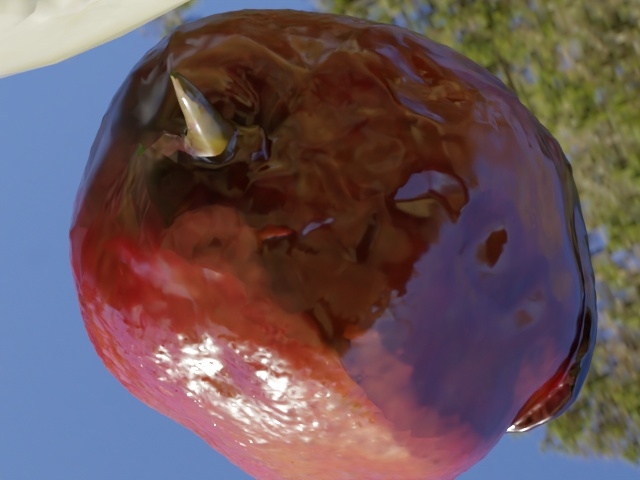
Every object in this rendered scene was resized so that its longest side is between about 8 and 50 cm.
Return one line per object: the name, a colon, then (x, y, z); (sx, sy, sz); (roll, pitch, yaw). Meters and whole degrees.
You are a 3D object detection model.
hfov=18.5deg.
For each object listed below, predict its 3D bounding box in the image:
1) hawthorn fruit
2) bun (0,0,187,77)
hawthorn fruit: (0.000, 0.000, 0.720); (0.189, 0.251, 0.189); (-5, -105, 18)
bun: (-0.084, -0.166, 0.324); (0.360, 0.360, 0.211); (-25, -106, 6)
